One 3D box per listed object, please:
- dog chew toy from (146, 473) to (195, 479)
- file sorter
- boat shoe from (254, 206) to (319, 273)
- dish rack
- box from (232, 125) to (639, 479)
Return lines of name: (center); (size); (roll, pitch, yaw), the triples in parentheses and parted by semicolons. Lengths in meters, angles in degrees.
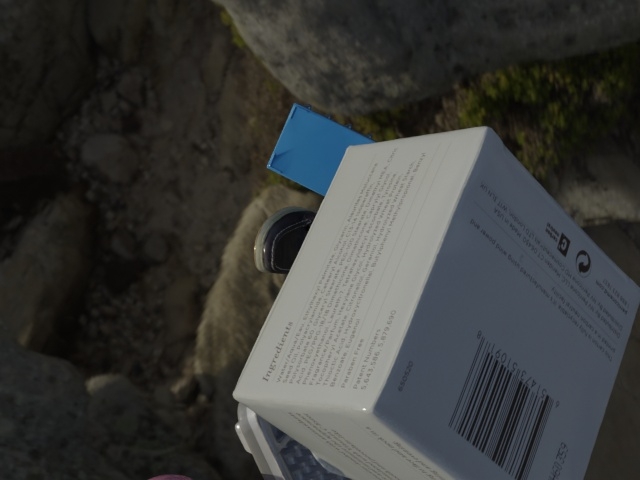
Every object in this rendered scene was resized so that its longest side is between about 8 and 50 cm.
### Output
dog chew toy: (-0.164, 0.392, 1.319); (0.206, 0.206, 0.332); (-42, 23, 0)
file sorter: (0.021, -0.143, 1.866); (0.170, 0.104, 0.118); (27, 105, 8)
boat shoe: (0.000, 0.000, 1.788); (0.092, 0.285, 0.103); (11, 101, 30)
dish rack: (0.002, 0.314, 1.535); (0.072, 0.285, 0.333); (-25, 94, 25)
box: (0.076, 0.059, 0.661); (0.119, 0.181, 0.182); (-3, 55, 48)
